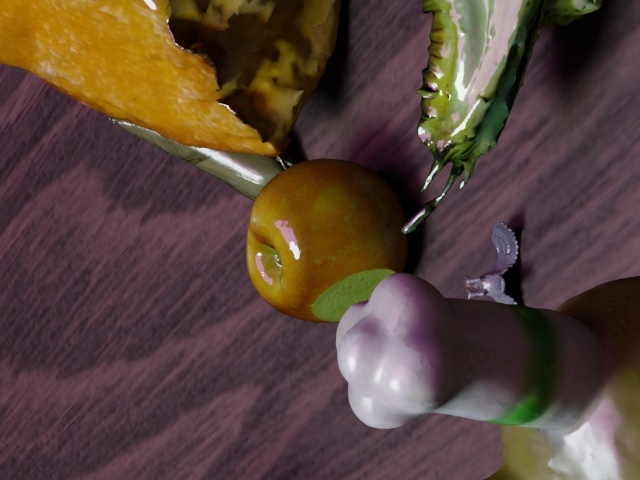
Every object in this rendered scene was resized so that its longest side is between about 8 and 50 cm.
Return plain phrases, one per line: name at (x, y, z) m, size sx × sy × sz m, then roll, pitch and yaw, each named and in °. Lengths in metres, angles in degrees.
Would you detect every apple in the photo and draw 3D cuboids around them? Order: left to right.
apple at (0.000, 0.000, 1.213) m, size 0.114 × 0.102 × 0.099 m, roll -55°, pitch 52°, yaw 46°

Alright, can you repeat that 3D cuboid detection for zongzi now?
zongzi at (-0.082, -0.063, 1.317) m, size 0.104 × 0.113 × 0.052 m, roll 56°, pitch 143°, yaw 36°

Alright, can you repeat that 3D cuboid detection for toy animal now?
toy animal at (0.104, 0.029, 1.126) m, size 0.050 × 0.028 × 0.084 m, roll 5°, pitch 98°, yaw 48°
toy animal at (0.171, 0.076, 0.760) m, size 0.180 × 0.363 × 0.181 m, roll 26°, pitch 121°, yaw 36°

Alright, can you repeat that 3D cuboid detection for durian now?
durian at (0.102, -0.182, 1.020) m, size 0.132 × 0.106 × 0.375 m, roll 14°, pitch 109°, yaw 30°

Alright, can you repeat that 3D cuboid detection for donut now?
donut at (-0.130, -0.248, 1.118) m, size 0.163 × 0.377 × 0.435 m, roll -67°, pitch 6°, yaw -25°
